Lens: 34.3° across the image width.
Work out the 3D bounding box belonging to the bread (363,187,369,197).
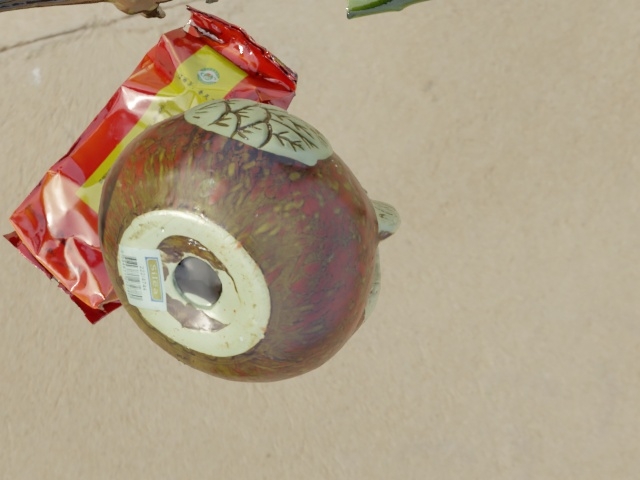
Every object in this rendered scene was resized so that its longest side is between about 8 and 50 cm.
[{"bbox_3d":[0.000,0.000,1.044,0.084,0.119,0.177,-3,101,-16],"label":"bread"}]

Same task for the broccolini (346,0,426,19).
[{"bbox_3d":[0.211,-0.346,1.257,0.392,0.079,0.074,-10,90,15],"label":"broccolini"}]

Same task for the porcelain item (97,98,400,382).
[{"bbox_3d":[-0.055,-0.012,0.890,0.253,0.253,0.253,-2,102,-11],"label":"porcelain item"}]

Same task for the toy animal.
[{"bbox_3d":[-0.205,-0.245,1.003,0.224,0.230,0.066,-17,92,20],"label":"toy animal"}]

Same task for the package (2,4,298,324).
[{"bbox_3d":[-0.222,-0.102,1.382,0.196,0.123,0.423,40,94,8],"label":"package"}]
